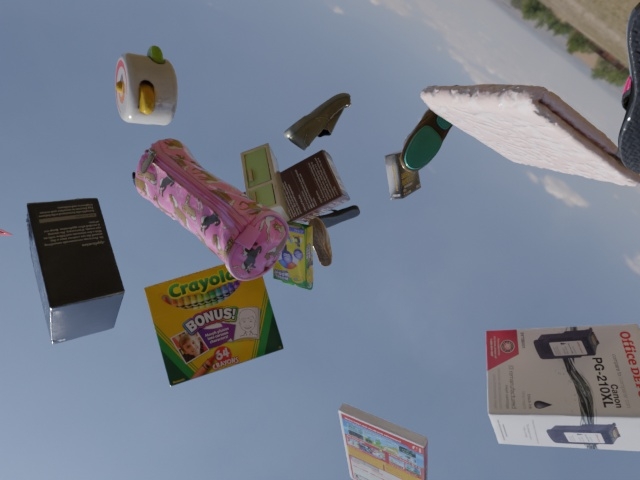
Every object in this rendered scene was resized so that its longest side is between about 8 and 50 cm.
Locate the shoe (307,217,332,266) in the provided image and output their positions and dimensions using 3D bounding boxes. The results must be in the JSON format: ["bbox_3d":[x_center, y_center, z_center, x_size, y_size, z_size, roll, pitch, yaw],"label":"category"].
[{"bbox_3d":[0.000,0.000,1.726,0.058,0.076,0.219,-65,-36,-59],"label":"shoe"}]

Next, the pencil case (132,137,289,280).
[{"bbox_3d":[-0.237,-0.073,0.902,0.386,0.160,0.167,36,-153,28],"label":"pencil case"}]

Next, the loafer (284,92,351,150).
[{"bbox_3d":[0.004,-0.349,1.264,0.251,0.094,0.087,-40,-76,-20],"label":"loafer"}]

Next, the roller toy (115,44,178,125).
[{"bbox_3d":[-0.505,-0.428,1.219,0.146,0.191,0.209,-6,-103,-35],"label":"roller toy"}]

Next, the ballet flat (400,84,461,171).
[{"bbox_3d":[0.350,-0.362,1.395,0.116,0.342,0.124,37,173,-23],"label":"ballet flat"}]

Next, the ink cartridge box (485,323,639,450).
[{"bbox_3d":[0.406,0.236,0.701,0.100,0.237,0.172,62,-149,-31],"label":"ink cartridge box"}]

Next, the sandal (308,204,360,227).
[{"bbox_3d":[0.063,-0.116,2.045,0.254,0.097,0.054,-16,-120,1],"label":"sandal"}]

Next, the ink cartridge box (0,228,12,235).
[{"bbox_3d":[-0.776,-0.008,0.969,0.115,0.063,0.029,-3,-109,3],"label":"ink cartridge box"}]

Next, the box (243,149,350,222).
[{"bbox_3d":[-0.102,-0.156,1.592,0.191,0.381,0.143,67,-166,7],"label":"box"}]

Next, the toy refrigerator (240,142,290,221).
[{"bbox_3d":[-0.177,-0.174,1.335,0.094,0.102,0.269,62,-169,-56],"label":"toy refrigerator"}]

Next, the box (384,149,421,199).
[{"bbox_3d":[0.349,-0.284,1.789,0.231,0.056,0.183,-29,-67,-55],"label":"box"}]

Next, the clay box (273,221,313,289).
[{"bbox_3d":[-0.088,0.053,1.339,0.127,0.222,0.053,11,-157,29],"label":"clay box"}]

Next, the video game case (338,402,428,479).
[{"bbox_3d":[0.150,0.514,0.999,0.204,0.285,0.025,12,-142,30],"label":"video game case"}]

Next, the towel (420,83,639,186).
[{"bbox_3d":[0.395,-0.214,0.829,0.317,0.053,0.332,22,-170,-24],"label":"towel"}]

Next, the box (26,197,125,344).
[{"bbox_3d":[-0.364,0.046,0.631,0.093,0.156,0.158,-11,-112,-36],"label":"box"}]

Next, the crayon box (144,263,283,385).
[{"bbox_3d":[-0.335,0.248,1.371,0.363,0.106,0.313,-17,-94,-8],"label":"crayon box"}]

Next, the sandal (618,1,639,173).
[{"bbox_3d":[0.312,-0.140,0.391,0.179,0.067,0.040,61,-144,-35],"label":"sandal"}]
